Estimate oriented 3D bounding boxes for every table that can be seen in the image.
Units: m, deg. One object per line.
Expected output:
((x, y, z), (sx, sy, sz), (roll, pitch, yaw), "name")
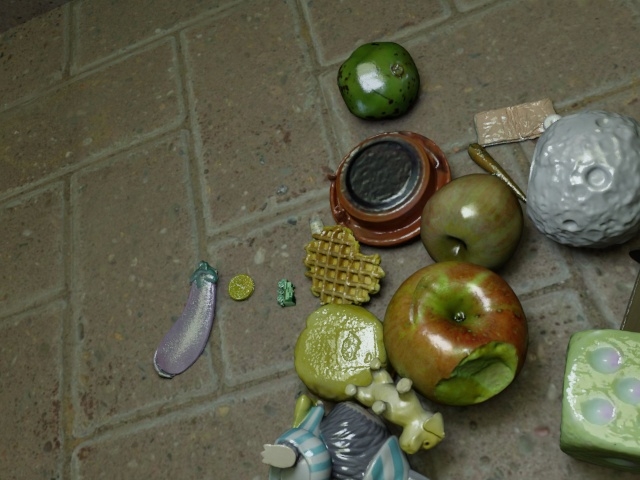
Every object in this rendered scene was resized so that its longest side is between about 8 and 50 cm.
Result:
((0.762, 0.149, 1.490), (0.167, 0.167, 0.227), (18, 80, 28), "table")

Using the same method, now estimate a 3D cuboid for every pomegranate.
((0.169, -0.483, 1.997), (0.270, 0.254, 0.254), (2, 60, 59), "pomegranate")

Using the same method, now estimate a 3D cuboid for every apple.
((0.312, 0.222, 1.524), (0.339, 0.339, 0.339), (-9, 61, 17), "apple")
((0.390, -0.045, 1.671), (0.257, 0.257, 0.234), (13, 44, 26), "apple")

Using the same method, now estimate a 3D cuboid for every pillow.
((0.563, -0.340, 1.877), (0.232, 0.043, 0.126), (-9, 66, 14), "pillow")

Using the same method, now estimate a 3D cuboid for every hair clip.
((-0.380, 0.241, 1.922), (0.095, 0.110, 0.359), (-11, 55, 63), "hair clip")

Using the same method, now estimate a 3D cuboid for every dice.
((0.640, 0.343, 1.367), (0.254, 0.252, 0.250), (7, 67, 22), "dice")

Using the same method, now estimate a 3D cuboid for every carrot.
((0.498, -0.188, 1.823), (0.049, 0.049, 0.254), (-38, 61, -1), "carrot")

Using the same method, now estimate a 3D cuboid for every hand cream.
((0.000, 0.000, 1.920), (0.061, 0.039, 0.143), (-22, 63, 7), "hand cream")

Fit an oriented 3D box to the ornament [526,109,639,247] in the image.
((0.662, -0.145, 1.564), (0.337, 0.337, 0.337), (-9, 61, 17), "ornament")

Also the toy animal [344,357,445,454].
((0.168, 0.375, 1.465), (0.121, 0.168, 0.233), (-48, 45, -11), "toy animal")

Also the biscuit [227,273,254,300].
((-0.237, 0.140, 1.943), (0.084, 0.023, 0.084), (-8, 63, 16), "biscuit")

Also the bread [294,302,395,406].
((0.061, 0.294, 1.678), (0.270, 0.148, 0.270), (-7, 66, 17), "bread")

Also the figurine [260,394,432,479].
((0.098, 0.500, 1.436), (0.377, 0.361, 0.266), (5, 91, 16), "figurine")

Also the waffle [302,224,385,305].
((0.058, 0.066, 1.802), (0.249, 0.056, 0.253), (-29, 68, 31), "waffle")

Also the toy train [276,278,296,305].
((-0.098, 0.150, 1.880), (0.053, 0.033, 0.083), (-5, 62, 13), "toy train")

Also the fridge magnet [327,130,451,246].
((0.190, -0.157, 1.853), (0.363, 0.155, 0.363), (-10, 64, 21), "fridge magnet")
